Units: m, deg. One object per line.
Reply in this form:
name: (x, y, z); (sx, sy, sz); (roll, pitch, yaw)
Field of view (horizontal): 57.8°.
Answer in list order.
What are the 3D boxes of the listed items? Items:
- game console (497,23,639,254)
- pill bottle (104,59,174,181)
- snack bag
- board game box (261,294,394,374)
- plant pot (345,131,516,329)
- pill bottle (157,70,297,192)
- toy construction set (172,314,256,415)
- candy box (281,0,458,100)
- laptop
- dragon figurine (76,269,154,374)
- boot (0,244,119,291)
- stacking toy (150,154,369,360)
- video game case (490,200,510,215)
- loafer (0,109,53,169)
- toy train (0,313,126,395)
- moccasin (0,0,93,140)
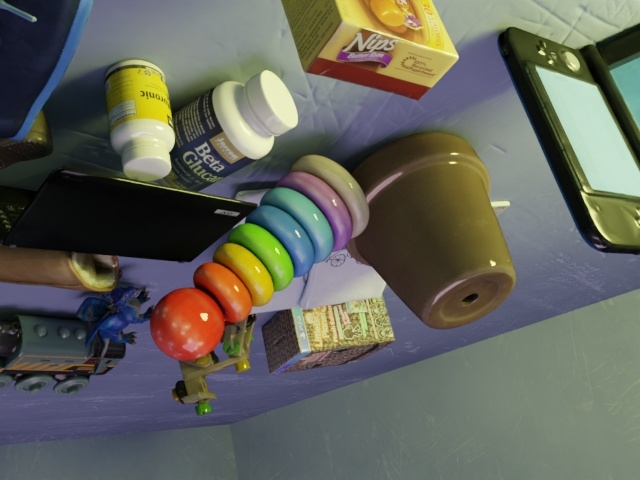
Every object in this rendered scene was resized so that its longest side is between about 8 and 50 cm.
game console: (0.376, -0.147, 0.640); (0.250, 0.293, 0.173); (3, 152, -34)
pill bottle: (-0.187, -0.123, 0.603); (0.065, 0.116, 0.065); (-12, 159, -5)
snack bag: (-0.007, 0.021, 1.028); (0.342, 0.037, 0.323); (-5, 137, -22)
board game box: (0.016, 0.262, 1.623); (0.291, 0.141, 0.232); (-2, 155, -27)
plant pot: (0.176, 0.006, 0.893); (0.263, 0.229, 0.263); (-15, 143, -11)
pill bottle: (-0.114, -0.125, 0.671); (0.169, 0.094, 0.094); (-24, 156, 24)
toy construction set: (-0.248, 0.274, 1.370); (0.257, 0.237, 0.309); (-5, 156, -20)
candy box: (0.022, -0.201, 0.441); (0.109, 0.186, 0.053); (3, 150, -34)
laptop: (-0.256, -0.054, 0.704); (0.234, 0.264, 0.136); (9, 110, -43)
dragon figurine: (-0.426, 0.158, 1.143); (0.289, 0.085, 0.144); (-42, 150, 25)
boot: (-0.429, 0.009, 0.727); (0.269, 0.089, 0.236); (5, 172, 8)
stacking toy: (-0.081, 0.031, 0.765); (0.330, 0.141, 0.141); (-45, 173, -28)
video game case: (0.331, -0.048, 1.228); (0.087, 0.011, 0.122); (-5, 156, -23)
loafer: (-0.351, -0.111, 0.632); (0.148, 0.050, 0.056); (-3, 158, 16)
toy train: (-0.585, 0.235, 1.236); (0.190, 0.142, 0.334); (-38, 148, 22)
moccasin: (-0.248, -0.173, 0.426); (0.117, 0.137, 0.342); (10, 148, -36)
